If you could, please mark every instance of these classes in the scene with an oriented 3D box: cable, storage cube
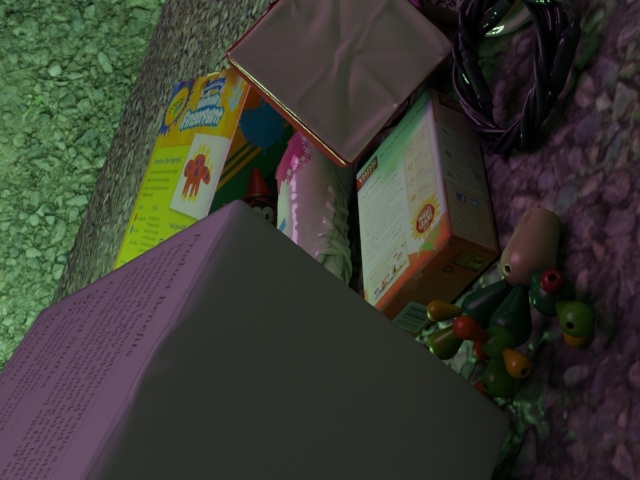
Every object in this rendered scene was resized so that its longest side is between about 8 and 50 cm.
[{"bbox_3d":[0.182,-0.175,1.127,0.150,0.047,0.184,36,123,42],"label":"cable"},{"bbox_3d":[0.022,-0.210,1.299,0.183,0.215,0.193,-47,4,2],"label":"storage cube"}]

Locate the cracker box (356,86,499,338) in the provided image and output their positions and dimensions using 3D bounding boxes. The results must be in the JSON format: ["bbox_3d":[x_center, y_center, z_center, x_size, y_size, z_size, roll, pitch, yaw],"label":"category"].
[{"bbox_3d":[0.110,-0.032,1.221,0.155,0.067,0.232,-50,29,39],"label":"cracker box"}]

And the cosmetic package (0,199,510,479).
[{"bbox_3d":[-0.118,0.230,0.986,0.394,0.327,0.329,-24,32,51],"label":"cosmetic package"}]

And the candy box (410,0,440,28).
[{"bbox_3d":[0.104,-0.397,1.439,0.159,0.071,0.233,13,81,29],"label":"candy box"}]

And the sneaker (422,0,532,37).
[{"bbox_3d":[0.194,-0.341,1.132,0.410,0.182,0.158,-25,49,61],"label":"sneaker"}]

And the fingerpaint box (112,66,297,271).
[{"bbox_3d":[-0.154,-0.065,1.747,0.445,0.163,0.371,6,78,67],"label":"fingerpaint box"}]

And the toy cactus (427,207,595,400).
[{"bbox_3d":[0.164,0.052,0.998,0.180,0.112,0.219,-68,11,-23],"label":"toy cactus"}]

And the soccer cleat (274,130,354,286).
[{"bbox_3d":[0.000,0.000,1.427,0.143,0.116,0.331,7,80,52],"label":"soccer cleat"}]
